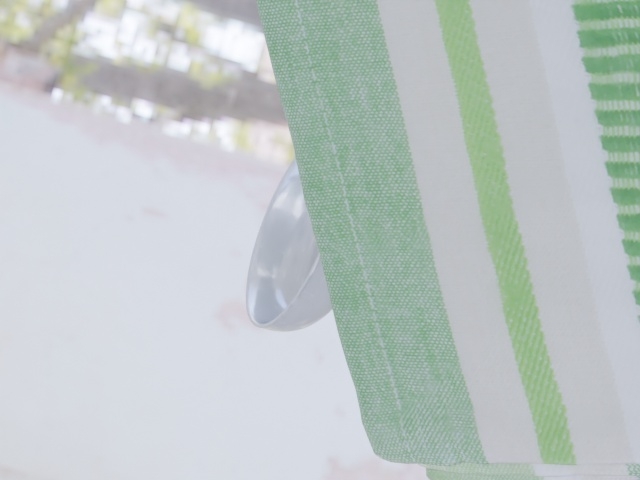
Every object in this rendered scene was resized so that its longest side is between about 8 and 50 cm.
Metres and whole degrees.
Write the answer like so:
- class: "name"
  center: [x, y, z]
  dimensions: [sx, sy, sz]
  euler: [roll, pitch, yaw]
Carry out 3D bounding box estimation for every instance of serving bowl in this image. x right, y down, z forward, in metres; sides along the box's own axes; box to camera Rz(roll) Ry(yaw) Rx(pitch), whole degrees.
- class: "serving bowl"
  center: [0.000, 0.000, 0.778]
  dimensions: [0.083, 0.027, 0.083]
  euler: [-52, 26, 39]

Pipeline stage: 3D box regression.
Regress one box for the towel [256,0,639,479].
- class: "towel"
  center: [0.124, -0.047, 0.550]
  dimensions: [0.038, 0.325, 0.247]
  euler: [-24, -76, -49]
